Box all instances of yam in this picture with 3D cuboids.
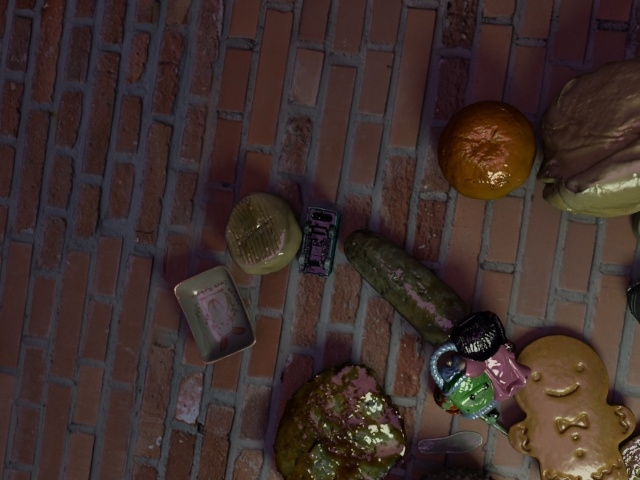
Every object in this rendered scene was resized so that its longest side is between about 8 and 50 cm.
[{"bbox_3d":[0.187,0.098,1.747,0.330,0.133,0.133,41,97,13],"label":"yam"}]

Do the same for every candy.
[{"bbox_3d":[0.385,0.413,1.735,0.287,0.084,0.078,35,92,2],"label":"candy"}]

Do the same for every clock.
[{"bbox_3d":[0.336,0.266,1.638,0.194,0.100,0.195,-34,108,-3],"label":"clock"}]

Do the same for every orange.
[{"bbox_3d":[0.367,-0.197,1.674,0.219,0.193,0.219,-10,64,22],"label":"orange"}]

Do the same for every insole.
[{"bbox_3d":[0.304,0.478,1.780,0.152,0.002,0.053,-8,89,11],"label":"insole"}]

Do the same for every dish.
[{"bbox_3d":[-0.249,0.177,1.856,0.151,0.077,0.212,-24,85,9],"label":"dish"}]

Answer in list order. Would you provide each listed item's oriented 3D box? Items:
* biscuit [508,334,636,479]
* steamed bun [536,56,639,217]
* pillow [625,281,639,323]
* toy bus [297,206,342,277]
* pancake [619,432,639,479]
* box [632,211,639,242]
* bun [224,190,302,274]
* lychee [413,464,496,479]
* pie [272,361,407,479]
[{"bbox_3d":[0.548,0.385,1.678,0.275,0.052,0.355,-10,79,10],"label":"biscuit"},{"bbox_3d":[0.627,-0.201,1.590,0.324,0.230,0.372,-2,59,43],"label":"steamed bun"},{"bbox_3d":[0.811,0.197,1.633,0.161,0.092,0.335,-43,83,5],"label":"pillow"},{"bbox_3d":[0.000,0.000,1.798,0.079,0.092,0.160,10,98,10],"label":"toy bus"},{"bbox_3d":[0.716,0.569,1.674,0.197,0.054,0.377,19,95,17],"label":"pancake"},{"bbox_3d":[0.908,-0.108,1.618,0.373,0.090,0.367,21,95,10],"label":"box"},{"bbox_3d":[-0.136,-0.018,1.812,0.178,0.128,0.193,-30,73,10],"label":"bun"},{"bbox_3d":[0.295,0.641,1.647,0.300,0.300,0.300,0,90,11],"label":"lychee"},{"bbox_3d":[0.044,0.456,1.783,0.288,0.103,0.355,40,101,9],"label":"pie"}]
